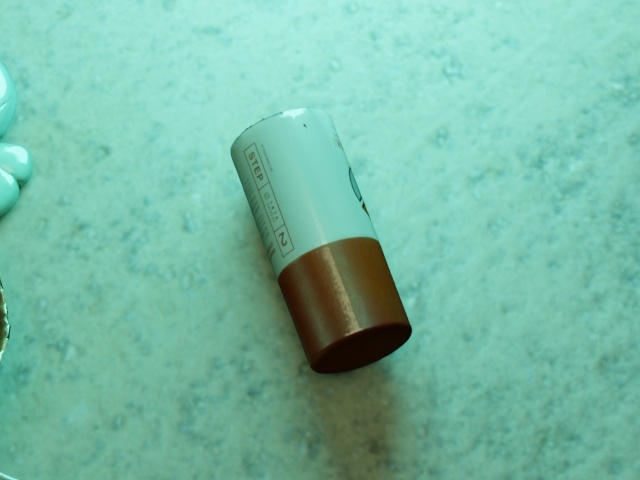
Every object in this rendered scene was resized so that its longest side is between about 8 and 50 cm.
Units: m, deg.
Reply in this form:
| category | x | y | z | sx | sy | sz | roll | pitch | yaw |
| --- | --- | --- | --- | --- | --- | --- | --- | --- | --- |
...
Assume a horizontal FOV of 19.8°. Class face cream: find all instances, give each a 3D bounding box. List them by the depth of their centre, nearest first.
| category | x | y | z | sx | sy | sz | roll | pitch | yaw |
| --- | --- | --- | --- | --- | --- | --- | --- | --- | --- |
| face cream | 0.000 | 0.000 | 1.581 | 0.095 | 0.096 | 0.214 | -20 | 69 | -3 |

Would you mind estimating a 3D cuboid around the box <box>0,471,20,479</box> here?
| category | x | y | z | sx | sy | sz | roll | pitch | yaw |
| --- | --- | --- | --- | --- | --- | --- | --- | --- | --- |
| box | -0.215 | 0.248 | 1.474 | 0.233 | 0.149 | 0.067 | 20 | 69 | 12 |

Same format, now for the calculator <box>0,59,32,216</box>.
| category | x | y | z | sx | sy | sz | roll | pitch | yaw |
| --- | --- | --- | --- | --- | --- | --- | --- | --- | --- |
| calculator | -0.385 | -0.133 | 1.660 | 0.295 | 0.042 | 0.184 | 39 | 68 | 2 |

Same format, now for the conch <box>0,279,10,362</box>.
| category | x | y | z | sx | sy | sz | roll | pitch | yaw |
| --- | --- | --- | --- | --- | --- | --- | --- | --- | --- |
| conch | -0.393 | 0.074 | 1.554 | 0.210 | 0.159 | 0.291 | -2 | 62 | -39 |
